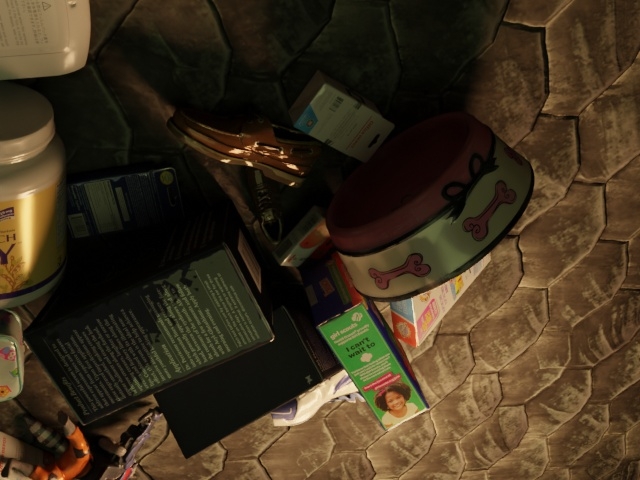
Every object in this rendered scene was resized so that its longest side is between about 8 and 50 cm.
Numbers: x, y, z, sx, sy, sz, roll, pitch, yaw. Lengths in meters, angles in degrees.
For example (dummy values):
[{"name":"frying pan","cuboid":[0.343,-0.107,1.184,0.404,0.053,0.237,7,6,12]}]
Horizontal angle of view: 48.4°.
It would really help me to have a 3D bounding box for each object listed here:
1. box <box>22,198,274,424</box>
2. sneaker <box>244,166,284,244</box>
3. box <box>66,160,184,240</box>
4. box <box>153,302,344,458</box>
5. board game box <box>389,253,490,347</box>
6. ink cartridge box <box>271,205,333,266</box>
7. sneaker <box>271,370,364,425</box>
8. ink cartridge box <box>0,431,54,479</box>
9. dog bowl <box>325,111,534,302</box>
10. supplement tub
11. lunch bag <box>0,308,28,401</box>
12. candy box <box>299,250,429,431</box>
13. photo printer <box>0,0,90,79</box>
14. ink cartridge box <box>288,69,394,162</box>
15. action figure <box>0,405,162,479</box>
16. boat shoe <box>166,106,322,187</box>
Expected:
[{"name":"box","cuboid":[-0.307,0.124,1.371,0.395,0.293,0.212,-24,109,4]},{"name":"sneaker","cuboid":[-0.105,-0.074,1.452,0.066,0.071,0.188,-18,132,-3]},{"name":"box","cuboid":[-0.386,-0.078,1.383,0.225,0.037,0.137,-9,131,-8]},{"name":"box","cuboid":[-0.139,0.295,1.579,0.343,0.179,0.312,-31,171,9]},{"name":"board game box","cuboid":[0.265,0.043,1.556,0.316,0.064,0.242,-43,140,-31]},{"name":"ink cartridge box","cuboid":[0.000,0.000,1.523,0.145,0.045,0.179,-47,149,21]},{"name":"sneaker","cuboid":[0.006,0.336,1.807,0.315,0.127,0.182,-15,128,-14]},{"name":"ink cartridge box","cuboid":[-0.765,0.578,1.747,0.127,0.128,0.176,-35,129,13]},{"name":"dog bowl","cuboid":[0.184,-0.080,1.345,0.408,0.408,0.150,-36,112,13]},{"name":"supplement tub","cuboid":[-0.552,-0.075,1.197,0.240,0.241,0.331,0,128,-18]},{"name":"lunch bag","cuboid":[-0.755,0.234,1.479,0.279,0.108,0.224,0,126,-18]},{"name":"candy box","cuboid":[0.093,0.213,1.575,0.122,0.268,0.317,-31,114,5]},{"name":"photo printer","cuboid":[-0.506,-0.363,1.061,0.307,0.107,0.256,-8,131,-12]},{"name":"ink cartridge box","cuboid":[0.041,-0.235,1.372,0.180,0.060,0.104,24,117,-32]},{"name":"action figure","cuboid":[-0.565,0.511,1.777,0.341,0.178,0.330,-52,137,-9]},{"name":"boat shoe","cuboid":[-0.134,-0.199,1.326,0.307,0.111,0.104,15,119,-39]}]
